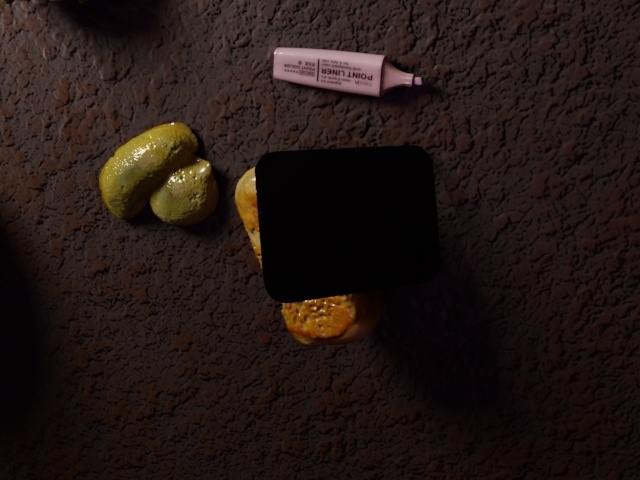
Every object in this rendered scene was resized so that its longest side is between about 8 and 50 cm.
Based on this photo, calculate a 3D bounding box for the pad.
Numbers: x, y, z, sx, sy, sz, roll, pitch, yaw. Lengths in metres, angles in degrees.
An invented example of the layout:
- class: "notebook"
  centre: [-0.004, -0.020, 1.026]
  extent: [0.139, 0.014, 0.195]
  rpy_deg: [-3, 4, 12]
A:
- class: "pad"
  centre: [0.040, -0.024, 1.156]
  extent: [0.004, 0.267, 0.181]
  rpy_deg: [-2, 93, 57]

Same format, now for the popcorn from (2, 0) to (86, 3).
- class: "popcorn"
  centre: [-0.384, -0.372, 1.201]
  extent: [0.198, 0.197, 0.155]
  rpy_deg: [19, 116, 11]

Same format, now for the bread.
- class: "bread"
  centre: [-0.233, -0.071, 1.333]
  extent: [0.188, 0.065, 0.149]
  rpy_deg: [-28, 105, 24]

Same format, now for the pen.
- class: "pen"
  centre: [0.035, -0.213, 1.203]
  extent: [0.197, 0.032, 0.053]
  rpy_deg: [9, 113, 17]

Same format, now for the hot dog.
- class: "hot dog"
  centre: [0.000, 0.000, 1.228]
  extent: [0.150, 0.153, 0.256]
  rpy_deg: [-15, 105, 29]
